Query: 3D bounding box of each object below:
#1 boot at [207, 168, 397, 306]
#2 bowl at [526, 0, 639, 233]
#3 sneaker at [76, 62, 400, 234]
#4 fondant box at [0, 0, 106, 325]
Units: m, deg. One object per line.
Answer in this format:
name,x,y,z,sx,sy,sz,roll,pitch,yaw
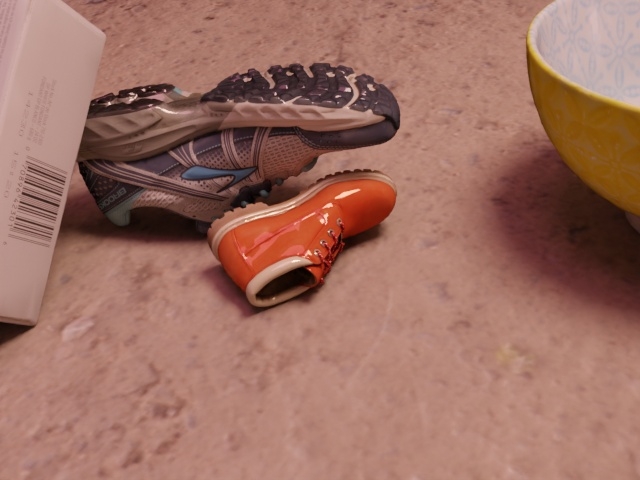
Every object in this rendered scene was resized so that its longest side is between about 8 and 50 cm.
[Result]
boot,0.000,0.000,0.635,0.158,0.059,0.085,-23,45,-14
bowl,0.298,-0.082,0.614,0.289,0.156,0.289,-4,35,3
sneaker,-0.069,-0.073,0.685,0.283,0.122,0.110,-3,26,15
fondant box,-0.354,-0.082,0.643,0.330,0.238,0.096,9,-7,19
